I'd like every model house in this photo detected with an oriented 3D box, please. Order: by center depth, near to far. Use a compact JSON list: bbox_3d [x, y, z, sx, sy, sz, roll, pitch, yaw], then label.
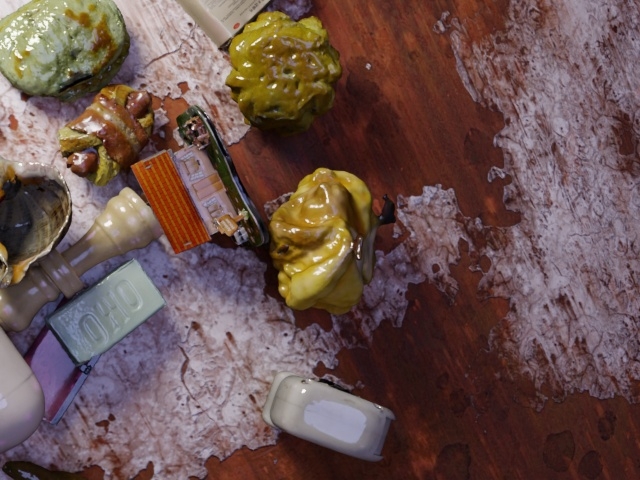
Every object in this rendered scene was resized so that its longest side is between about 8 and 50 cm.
[{"bbox_3d":[-0.244,-0.088,1.400,0.154,0.207,0.294,-29,100,-19],"label":"model house"}]

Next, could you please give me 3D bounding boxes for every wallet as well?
[{"bbox_3d":[-0.482,0.217,1.380,0.119,0.025,0.232,35,74,-19],"label":"wallet"}]

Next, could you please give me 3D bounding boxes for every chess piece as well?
[{"bbox_3d":[-0.479,0.060,1.344,0.397,0.117,0.117,-39,104,-18],"label":"chess piece"}]

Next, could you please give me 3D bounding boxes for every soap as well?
[{"bbox_3d":[-0.399,0.133,1.374,0.198,0.063,0.114,-40,104,-27],"label":"soap"}]

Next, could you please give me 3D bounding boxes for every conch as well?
[{"bbox_3d":[-0.542,-0.033,1.277,0.210,0.159,0.291,-12,64,-25],"label":"conch"}]

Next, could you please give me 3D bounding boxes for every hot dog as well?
[{"bbox_3d":[-0.395,-0.205,1.388,0.146,0.103,0.213,39,73,-20],"label":"hot dog"}]

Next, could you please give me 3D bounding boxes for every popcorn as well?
[{"bbox_3d":[0.000,0.000,1.494,0.316,0.281,0.297,17,73,-63],"label":"popcorn"}]

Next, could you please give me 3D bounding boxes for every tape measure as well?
[{"bbox_3d":[0.026,0.355,1.495,0.258,0.265,0.130,25,77,-14],"label":"tape measure"}]

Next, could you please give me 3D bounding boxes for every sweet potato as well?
[{"bbox_3d":[-0.461,0.466,1.364,0.274,0.067,0.067,34,75,-25],"label":"sweet potato"}]

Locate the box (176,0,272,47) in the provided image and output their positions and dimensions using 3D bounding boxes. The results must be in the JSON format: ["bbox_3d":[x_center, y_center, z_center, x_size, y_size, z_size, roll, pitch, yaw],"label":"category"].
[{"bbox_3d":[-0.178,-0.528,1.499,0.168,0.095,0.212,46,72,-15],"label":"box"}]

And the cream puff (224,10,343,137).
[{"bbox_3d":[-0.072,-0.337,1.486,0.244,0.244,0.196,21,45,-23],"label":"cream puff"}]

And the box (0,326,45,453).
[{"bbox_3d":[-0.635,0.213,1.199,0.288,0.141,0.349,-28,101,15],"label":"box"}]

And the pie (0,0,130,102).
[{"bbox_3d":[-0.471,-0.363,1.365,0.248,0.090,0.201,-41,108,-16],"label":"pie"}]
